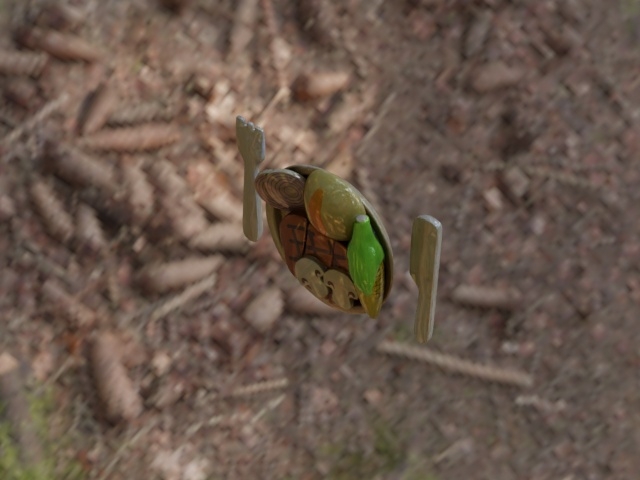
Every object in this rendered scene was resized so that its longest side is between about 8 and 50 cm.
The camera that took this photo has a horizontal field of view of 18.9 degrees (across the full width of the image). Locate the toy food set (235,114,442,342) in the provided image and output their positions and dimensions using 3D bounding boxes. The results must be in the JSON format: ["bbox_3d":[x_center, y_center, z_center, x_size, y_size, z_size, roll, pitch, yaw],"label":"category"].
[{"bbox_3d":[0.000,0.000,1.390,0.192,0.132,0.038,29,47,31],"label":"toy food set"}]
